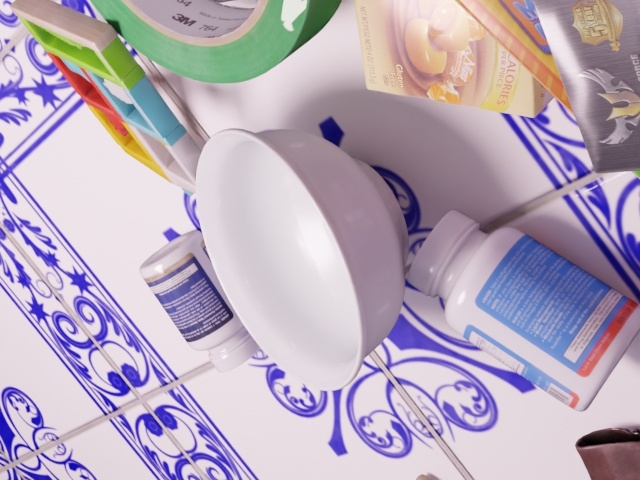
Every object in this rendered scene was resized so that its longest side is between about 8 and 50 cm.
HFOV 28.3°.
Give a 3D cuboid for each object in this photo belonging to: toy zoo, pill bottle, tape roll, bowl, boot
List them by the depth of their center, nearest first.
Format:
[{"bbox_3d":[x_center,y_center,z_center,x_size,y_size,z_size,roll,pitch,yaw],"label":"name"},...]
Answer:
[{"bbox_3d":[-0.121,-0.308,1.203,0.321,0.077,0.321,23,135,25],"label":"tape roll"},{"bbox_3d":[0.203,0.063,1.276,0.221,0.124,0.124,34,138,14],"label":"pill bottle"},{"bbox_3d":[0.398,0.295,1.325,0.248,0.090,0.207,-5,114,36],"label":"boot"},{"bbox_3d":[0.000,0.000,1.362,0.298,0.134,0.298,38,142,38],"label":"bowl"},{"bbox_3d":[-0.217,-0.149,1.443,0.192,0.030,0.293,29,160,44],"label":"toy zoo"},{"bbox_3d":[-0.147,0.080,1.609,0.094,0.094,0.169,-20,108,47],"label":"pill bottle"}]

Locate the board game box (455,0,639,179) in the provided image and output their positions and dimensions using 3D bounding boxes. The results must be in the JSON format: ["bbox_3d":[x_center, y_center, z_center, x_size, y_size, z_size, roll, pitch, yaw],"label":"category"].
[{"bbox_3d":[0.246,-0.326,0.746,0.356,0.356,0.356,44,140,2],"label":"board game box"}]

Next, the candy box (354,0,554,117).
[{"bbox_3d":[0.115,-0.275,1.105,0.182,0.087,0.317,14,129,32],"label":"candy box"}]

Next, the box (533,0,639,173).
[{"bbox_3d":[0.188,-0.151,0.619,0.183,0.056,0.231,-4,119,42],"label":"box"}]

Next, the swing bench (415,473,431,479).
[{"bbox_3d":[0.181,0.478,1.606,0.254,0.165,0.253,26,135,15],"label":"swing bench"}]

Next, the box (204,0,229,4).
[{"bbox_3d":[-0.104,-0.353,1.253,0.322,0.058,0.232,-2,121,40],"label":"box"}]
